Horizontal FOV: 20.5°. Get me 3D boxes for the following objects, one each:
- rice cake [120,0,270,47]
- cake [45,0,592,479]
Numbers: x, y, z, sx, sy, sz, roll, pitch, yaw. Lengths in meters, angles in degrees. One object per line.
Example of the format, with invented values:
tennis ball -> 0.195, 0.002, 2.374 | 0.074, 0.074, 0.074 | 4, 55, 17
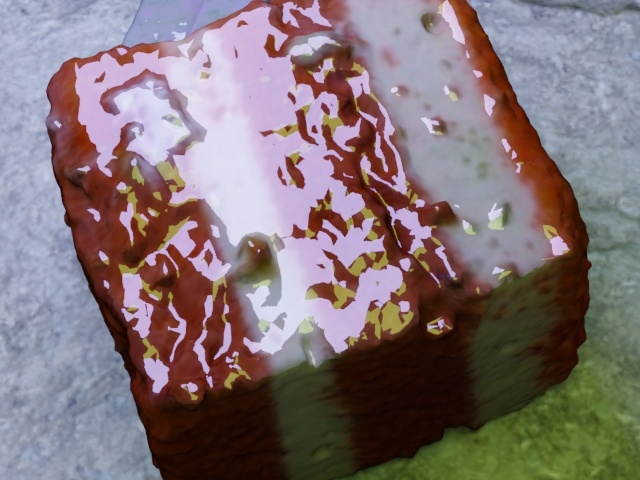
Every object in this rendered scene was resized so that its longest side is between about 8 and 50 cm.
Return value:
rice cake -> -0.086, -0.199, 1.424 | 0.106, 0.050, 0.298 | 13, 69, 12
cake -> 0.000, 0.000, 1.215 | 0.319, 0.270, 0.269 | -20, 67, -5
